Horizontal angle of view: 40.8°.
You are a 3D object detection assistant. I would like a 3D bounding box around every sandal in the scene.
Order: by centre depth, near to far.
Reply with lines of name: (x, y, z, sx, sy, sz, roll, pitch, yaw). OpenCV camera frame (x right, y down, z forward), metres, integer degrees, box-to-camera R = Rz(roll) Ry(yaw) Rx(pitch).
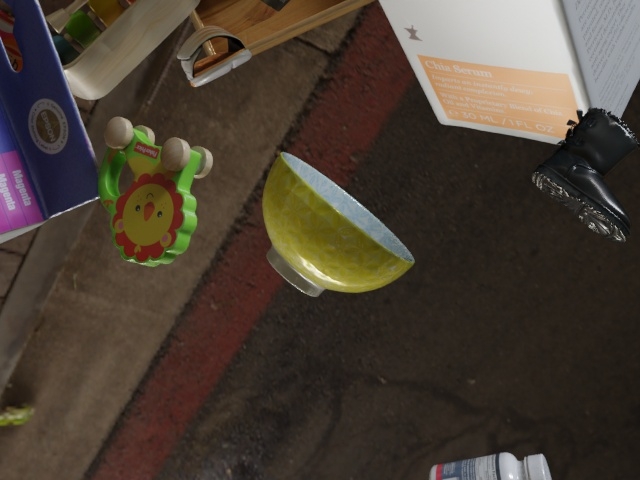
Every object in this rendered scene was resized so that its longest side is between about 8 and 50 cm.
sandal: (-0.193, -0.309, 1.422, 0.102, 0.265, 0.076, -31, 109, -11)

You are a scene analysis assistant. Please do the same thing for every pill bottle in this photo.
pill bottle: (0.273, 0.395, 1.366, 0.180, 0.108, 0.108, -15, 133, 17)

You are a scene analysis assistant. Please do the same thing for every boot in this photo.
boot: (0.281, -0.068, 0.855, 0.099, 0.121, 0.045, -45, 162, -12)

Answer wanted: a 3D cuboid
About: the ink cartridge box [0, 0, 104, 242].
ink cartridge box: (-0.361, -0.136, 0.718, 0.330, 0.324, 0.071, -19, -177, 35)

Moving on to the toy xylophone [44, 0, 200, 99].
toy xylophone: (-0.314, -0.357, 1.332, 0.323, 0.081, 0.236, -43, 163, -10)

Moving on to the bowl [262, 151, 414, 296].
bowl: (0.000, 0.000, 1.449, 0.289, 0.289, 0.156, 32, 103, -36)

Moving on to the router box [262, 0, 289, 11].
router box: (-0.158, -0.402, 0.896, 0.081, 0.308, 0.243, -43, 157, 17)

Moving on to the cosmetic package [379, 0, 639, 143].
cosmetic package: (0.185, -0.301, 0.907, 0.161, 0.230, 0.453, -60, 141, -18)

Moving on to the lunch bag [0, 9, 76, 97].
lunch bag: (-0.568, -0.345, 1.483, 0.120, 0.258, 0.293, -55, 137, 1)

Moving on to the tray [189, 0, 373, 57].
tray: (-0.094, -0.563, 1.958, 0.411, 0.076, 0.202, -24, 90, 4)

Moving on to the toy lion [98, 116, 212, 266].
toy lion: (-0.127, -0.032, 0.628, 0.034, 0.100, 0.096, 18, 94, -57)
